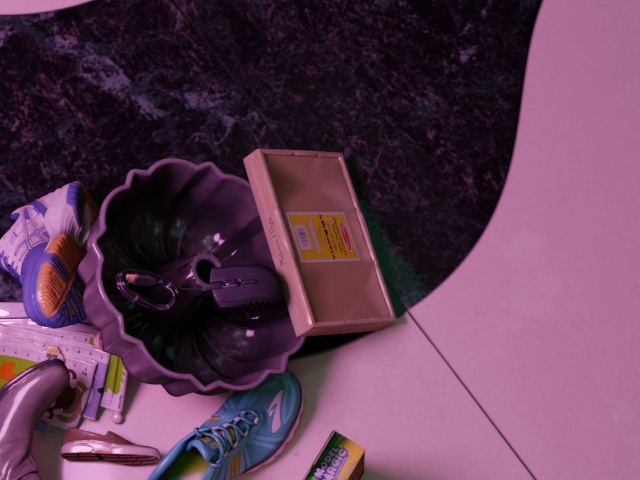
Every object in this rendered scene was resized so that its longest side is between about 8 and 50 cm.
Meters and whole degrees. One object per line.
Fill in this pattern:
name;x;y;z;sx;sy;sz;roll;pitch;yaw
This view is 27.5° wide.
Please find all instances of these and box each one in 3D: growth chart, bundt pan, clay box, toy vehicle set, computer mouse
growth chart;-0.373;0.187;1.770;0.237;0.021;0.171;3;110;-7
bundt pan;-0.180;0.062;1.747;0.331;0.124;0.330;17;58;-30
clay box;0.005;0.320;1.662;0.053;0.222;0.127;30;75;10
toy vehicle set;0.000;0.000;1.812;0.166;0.035;0.266;0;65;-44
computer mouse;-0.146;0.056;1.665;0.242;0.041;0.071;1;67;-36

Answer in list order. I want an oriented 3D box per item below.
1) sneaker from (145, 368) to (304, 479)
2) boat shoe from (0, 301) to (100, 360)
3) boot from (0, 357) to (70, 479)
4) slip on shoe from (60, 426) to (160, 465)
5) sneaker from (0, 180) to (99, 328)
sneaker;-0.128;0.274;1.738;0.275;0.110;0.107;-43;76;-13
boat shoe;-0.397;0.129;1.800;0.268;0.096;0.088;1;86;-4
boot;-0.383;0.285;1.689;0.246;0.083;0.161;-45;63;-5
slip on shoe;-0.284;0.278;1.774;0.135;0.051;0.041;1;60;7
sneaker;-0.377;0.036;1.774;0.131;0.111;0.296;-19;28;8
